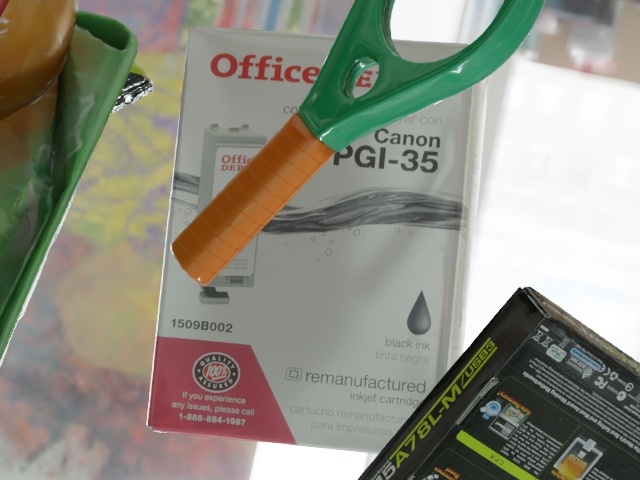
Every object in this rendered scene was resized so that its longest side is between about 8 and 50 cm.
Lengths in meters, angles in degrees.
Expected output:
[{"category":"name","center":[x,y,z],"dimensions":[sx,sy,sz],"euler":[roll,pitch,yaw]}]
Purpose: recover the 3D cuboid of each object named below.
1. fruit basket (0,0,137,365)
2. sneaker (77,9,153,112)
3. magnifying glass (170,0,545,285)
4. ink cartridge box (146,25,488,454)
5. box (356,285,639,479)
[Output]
[{"category":"fruit basket","center":[-0.182,-0.086,0.712],"dimensions":[0.165,0.327,0.353],"euler":[9,136,7]},{"category":"sneaker","center":[-0.213,-0.140,1.333],"dimensions":[0.111,0.121,0.300],"euler":[-32,-162,-15]},{"category":"magnifying glass","center":[0.016,-0.067,0.847],"dimensions":[0.026,0.231,0.092],"euler":[33,-163,-47]},{"category":"ink cartridge box","center":[0.000,0.000,1.261],"dimensions":[0.207,0.283,0.117],"euler":[5,177,9]},{"category":"box","center":[0.122,0.144,0.978],"dimensions":[0.191,0.184,0.045],"euler":[33,-166,-27]}]
